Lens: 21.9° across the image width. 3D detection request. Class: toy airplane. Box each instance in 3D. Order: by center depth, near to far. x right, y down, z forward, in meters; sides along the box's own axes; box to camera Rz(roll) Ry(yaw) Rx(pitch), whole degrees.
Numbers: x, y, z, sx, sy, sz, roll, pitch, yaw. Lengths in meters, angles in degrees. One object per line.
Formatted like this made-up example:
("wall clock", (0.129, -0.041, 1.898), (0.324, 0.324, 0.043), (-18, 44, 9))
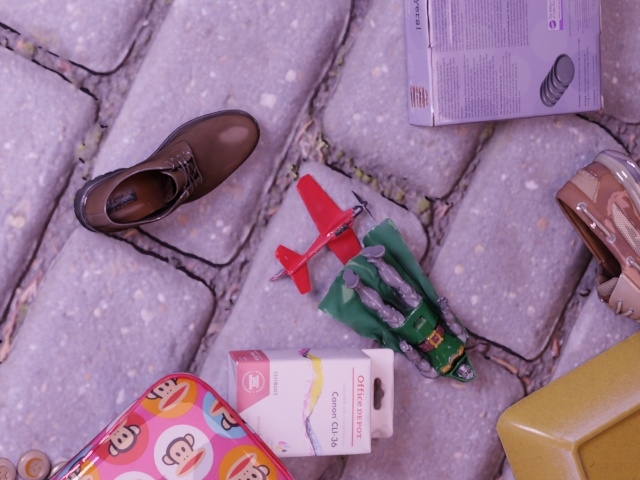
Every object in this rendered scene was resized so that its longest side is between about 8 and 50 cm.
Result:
("toy airplane", (0.000, 0.000, 1.927), (0.151, 0.028, 0.151), (-5, 100, -26))

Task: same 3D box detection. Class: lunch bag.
("lunch bag", (-0.166, 0.315, 1.780), (0.293, 0.120, 0.258), (-42, 88, -11))

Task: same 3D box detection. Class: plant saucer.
("plant saucer", (0.425, 0.303, 2.150), (0.333, 0.081, 0.332), (-27, 109, -20))

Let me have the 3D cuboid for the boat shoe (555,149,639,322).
("boat shoe", (0.398, 0.048, 2.073), (0.116, 0.123, 0.324), (-30, 91, -9))

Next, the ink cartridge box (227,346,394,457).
("ink cartridge box", (-0.004, 0.185, 1.905), (0.198, 0.067, 0.115), (-2, 98, -12))

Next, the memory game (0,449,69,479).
("memory game", (-0.326, 0.321, 1.821), (0.186, 0.012, 0.186), (-4, 99, -25))

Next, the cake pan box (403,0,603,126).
("cake pan box", (0.217, -0.275, 1.975), (0.246, 0.070, 0.267), (-9, 101, -27))

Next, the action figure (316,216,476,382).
("action figure", (0.114, 0.097, 1.974), (0.137, 0.063, 0.232), (-49, 122, -7))

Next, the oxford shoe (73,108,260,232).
("oxford shoe", (-0.152, -0.070, 1.807), (0.227, 0.096, 0.083), (-34, 109, -20))
